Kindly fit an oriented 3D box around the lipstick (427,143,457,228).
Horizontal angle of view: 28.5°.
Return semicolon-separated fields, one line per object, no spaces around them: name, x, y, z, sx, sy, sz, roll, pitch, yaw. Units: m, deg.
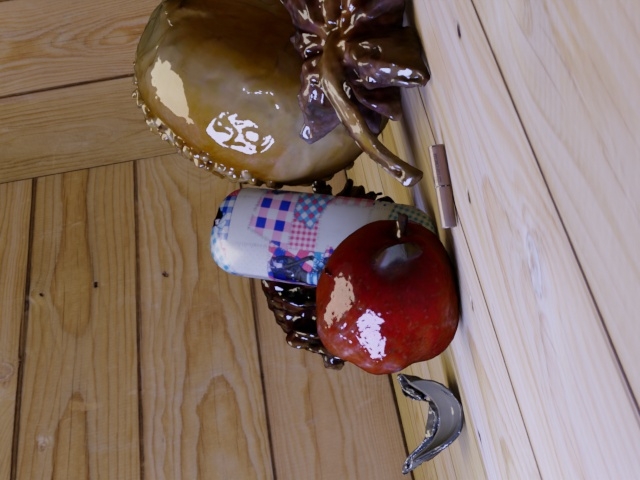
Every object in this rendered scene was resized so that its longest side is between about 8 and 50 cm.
lipstick;0.136;-0.060;1.406;0.019;0.019;0.094;100;160;-89

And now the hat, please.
hat;0.173;0.260;1.796;0.175;0.085;0.147;157;116;-66

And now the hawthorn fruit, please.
hawthorn fruit;0.081;0.055;1.523;0.185;0.185;0.202;-101;16;-54

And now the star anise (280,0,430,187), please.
star anise;0.034;-0.235;1.529;0.292;0.109;0.349;-177;79;-67

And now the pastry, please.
pastry;-0.089;-0.236;1.833;0.409;0.410;0.245;-101;28;-50

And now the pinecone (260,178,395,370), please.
pinecone;0.030;0.043;1.885;0.298;0.242;0.295;-33;-78;-80

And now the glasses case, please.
glasses case;0.000;0.000;1.708;0.076;0.328;0.125;22;-104;-65
